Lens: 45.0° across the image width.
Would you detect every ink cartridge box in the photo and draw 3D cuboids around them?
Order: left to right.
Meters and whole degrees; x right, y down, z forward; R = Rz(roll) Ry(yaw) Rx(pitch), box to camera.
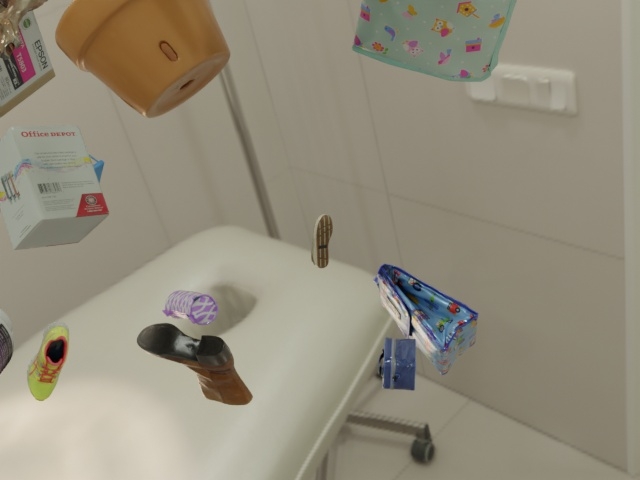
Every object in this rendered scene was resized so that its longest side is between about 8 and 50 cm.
[{"bbox_3d":[-0.731,-0.432,1.768,0.088,0.235,0.193,22,52,22],"label":"ink cartridge box"},{"bbox_3d":[-0.470,-0.093,1.327,0.128,0.176,0.127,-9,-18,-46],"label":"ink cartridge box"}]

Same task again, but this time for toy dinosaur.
[{"bbox_3d":[-0.646,-0.528,1.631,0.200,0.127,0.296,-36,36,16],"label":"toy dinosaur"}]

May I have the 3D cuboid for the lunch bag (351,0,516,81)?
[{"bbox_3d":[0.210,-0.412,1.369,0.262,0.223,0.160,23,55,10],"label":"lunch bag"}]

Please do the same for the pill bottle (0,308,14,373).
[{"bbox_3d":[-0.770,0.256,1.641,0.181,0.181,0.323,-13,19,3],"label":"pill bottle"}]

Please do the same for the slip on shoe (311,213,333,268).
[{"bbox_3d":[0.000,0.000,1.910,0.051,0.135,0.041,-6,14,-29],"label":"slip on shoe"}]

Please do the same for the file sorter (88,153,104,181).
[{"bbox_3d":[-0.621,-0.135,1.894,0.104,0.170,0.118,35,43,6],"label":"file sorter"}]

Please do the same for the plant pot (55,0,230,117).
[{"bbox_3d":[-0.304,-0.363,1.420,0.291,0.203,0.291,-37,3,2],"label":"plant pot"}]

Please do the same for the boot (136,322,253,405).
[{"bbox_3d":[-0.331,0.335,2.060,0.264,0.280,0.096,1,52,13],"label":"boot"}]

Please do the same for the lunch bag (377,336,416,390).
[{"bbox_3d":[0.133,0.216,1.344,0.065,0.067,0.098,2,26,6],"label":"lunch bag"}]

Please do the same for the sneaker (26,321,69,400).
[{"bbox_3d":[-0.695,0.317,1.976,0.081,0.208,0.094,12,6,-29],"label":"sneaker"}]

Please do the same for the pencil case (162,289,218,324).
[{"bbox_3d":[-0.349,0.182,2.072,0.088,0.086,0.206,-45,20,-22],"label":"pencil case"}]

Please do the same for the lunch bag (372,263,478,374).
[{"bbox_3d":[0.254,0.178,1.999,0.138,0.221,0.293,-44,66,-12],"label":"lunch bag"}]
